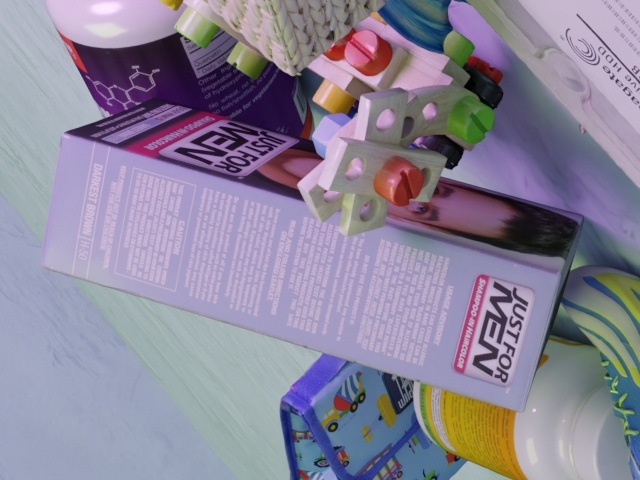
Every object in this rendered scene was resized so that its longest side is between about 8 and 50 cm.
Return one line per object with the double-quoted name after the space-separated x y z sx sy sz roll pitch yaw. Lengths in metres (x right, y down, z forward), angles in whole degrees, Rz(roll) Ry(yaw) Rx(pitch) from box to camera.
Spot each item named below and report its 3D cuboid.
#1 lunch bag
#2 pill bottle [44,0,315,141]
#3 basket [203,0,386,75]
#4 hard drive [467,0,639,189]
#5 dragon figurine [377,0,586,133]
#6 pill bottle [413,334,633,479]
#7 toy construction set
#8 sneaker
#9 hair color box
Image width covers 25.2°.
0.063 0.143 1.435 0.138 0.221 0.293 35 158 32 "lunch bag"
-0.129 -0.179 1.274 0.181 0.181 0.323 32 156 39 "pill bottle"
-0.026 -0.189 0.838 0.113 0.103 0.167 43 171 20 "basket"
0.170 -0.140 0.690 0.237 0.064 0.339 49 169 5 "hard drive"
0.083 -0.184 0.942 0.289 0.085 0.144 47 162 4 "dragon figurine"
0.203 0.153 1.278 0.136 0.136 0.246 56 160 -24 "pill bottle"
0.009 -0.137 1.038 0.215 0.151 0.327 30 -161 -51 "toy construction set"
0.258 0.122 1.107 0.240 0.126 0.091 38 159 26 "sneaker"
0.000 0.000 1.100 0.375 0.113 0.185 17 -162 11 "hair color box"
